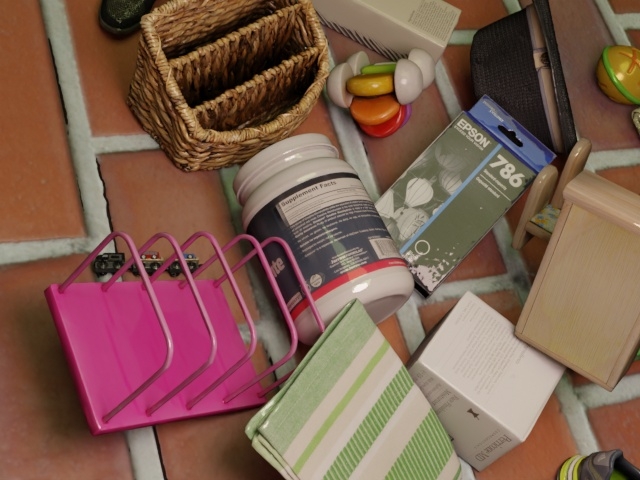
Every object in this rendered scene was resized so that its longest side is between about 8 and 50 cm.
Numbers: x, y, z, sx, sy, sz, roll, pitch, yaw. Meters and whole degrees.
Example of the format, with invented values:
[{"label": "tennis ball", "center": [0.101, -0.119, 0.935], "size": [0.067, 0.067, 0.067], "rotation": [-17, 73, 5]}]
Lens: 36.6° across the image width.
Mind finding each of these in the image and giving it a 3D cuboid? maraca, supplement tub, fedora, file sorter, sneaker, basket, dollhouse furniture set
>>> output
[{"label": "maraca", "center": [0.597, -0.313, 1.855], "size": [0.186, 0.099, 0.127], "rotation": [7, 63, -44]}, {"label": "supplement tub", "center": [0.000, 0.000, 1.425], "size": [0.191, 0.191, 0.272], "rotation": [-18, 69, -26]}, {"label": "fedora", "center": [0.351, -0.270, 1.692], "size": [0.153, 0.334, 0.334], "rotation": [-12, 60, 16]}, {"label": "file sorter", "center": [-0.162, 0.104, 1.255], "size": [0.291, 0.182, 0.202], "rotation": [1, 58, -49]}, {"label": "sneaker", "center": [-0.295, -0.448, 1.615], "size": [0.087, 0.130, 0.227], "rotation": [32, 59, 3]}, {"label": "basket", "center": [-0.124, -0.263, 1.513], "size": [0.299, 0.223, 0.213], "rotation": [-31, 75, -31]}, {"label": "dollhouse furniture set", "center": [0.469, -0.009, 1.395], "size": [0.362, 0.256, 0.394], "rotation": [32, 41, 24]}, {"label": "sneaker", "center": [0.482, 0.420, 1.392], "size": [0.300, 0.121, 0.111], "rotation": [41, 58, 7]}]

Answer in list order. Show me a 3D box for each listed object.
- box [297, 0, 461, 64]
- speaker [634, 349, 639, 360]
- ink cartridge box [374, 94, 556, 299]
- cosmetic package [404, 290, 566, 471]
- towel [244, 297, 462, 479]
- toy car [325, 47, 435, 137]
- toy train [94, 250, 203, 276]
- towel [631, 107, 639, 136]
[{"label": "box", "center": [0.105, -0.416, 1.748], "size": [0.275, 0.094, 0.113], "rotation": [28, 57, -1]}, {"label": "speaker", "center": [0.529, 0.119, 1.573], "size": [0.297, 0.131, 0.131], "rotation": [-14, 67, -24]}, {"label": "ink cartridge box", "center": [0.221, -0.081, 1.550], "size": [0.165, 0.065, 0.332], "rotation": [41, 79, 8]}, {"label": "cosmetic package", "center": [0.224, 0.206, 1.408], "size": [0.184, 0.151, 0.151], "rotation": [37, 57, 6]}, {"label": "towel", "center": [0.061, 0.280, 1.292], "size": [0.248, 0.038, 0.325], "rotation": [-49, 115, -32]}, {"label": "toy car", "center": [0.107, -0.246, 1.633], "size": [0.159, 0.136, 0.182], "rotation": [0, 24, 23]}, {"label": "toy train", "center": [-0.252, 0.033, 1.423], "size": [0.158, 0.027, 0.036], "rotation": [1, 51, -17]}, {"label": "towel", "center": [0.653, -0.197, 1.826], "size": [0.110, 0.027, 0.148], "rotation": [-29, 91, -30]}]
